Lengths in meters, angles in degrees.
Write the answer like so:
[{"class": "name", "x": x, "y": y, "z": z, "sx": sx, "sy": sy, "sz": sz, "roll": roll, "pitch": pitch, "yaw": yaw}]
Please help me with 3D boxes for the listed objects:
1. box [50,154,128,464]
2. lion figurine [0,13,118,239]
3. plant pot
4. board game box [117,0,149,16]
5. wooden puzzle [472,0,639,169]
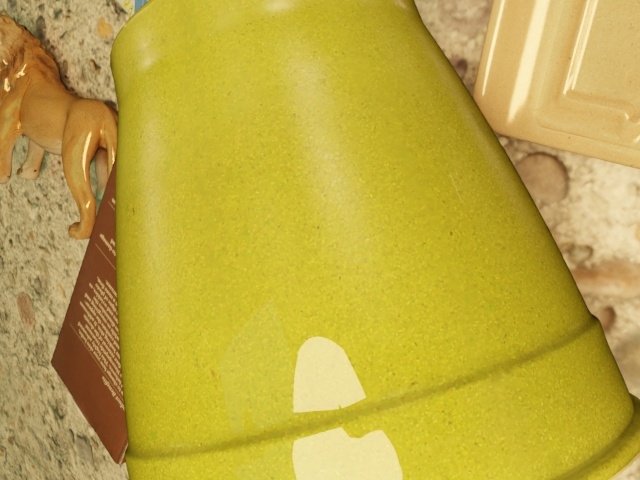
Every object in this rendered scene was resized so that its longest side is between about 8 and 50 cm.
[{"class": "box", "x": -0.203, "y": 0.082, "z": 0.836, "sx": 0.191, "sy": 0.143, "sz": 0.381, "roll": 45, "pitch": 123, "yaw": 24}, {"class": "lion figurine", "x": -0.385, "y": -0.170, "z": 0.965, "sx": 0.392, "sy": 0.142, "sz": 0.240, "roll": 25, "pitch": 107, "yaw": 20}, {"class": "plant pot", "x": 0.000, "y": 0.000, "z": 0.500, "sx": 0.366, "sy": 0.366, "sz": 0.353, "roll": -21, "pitch": 82, "yaw": 41}, {"class": "board game box", "x": -0.075, "y": -0.313, "z": 0.678, "sx": 0.302, "sy": 0.086, "sz": 0.308, "roll": 49, "pitch": 126, "yaw": 23}, {"class": "wooden puzzle", "x": 0.294, "y": -0.189, "z": 0.396, "sx": 0.347, "sy": 0.080, "sz": 0.322, "roll": 21, "pitch": 112, "yaw": 31}]
